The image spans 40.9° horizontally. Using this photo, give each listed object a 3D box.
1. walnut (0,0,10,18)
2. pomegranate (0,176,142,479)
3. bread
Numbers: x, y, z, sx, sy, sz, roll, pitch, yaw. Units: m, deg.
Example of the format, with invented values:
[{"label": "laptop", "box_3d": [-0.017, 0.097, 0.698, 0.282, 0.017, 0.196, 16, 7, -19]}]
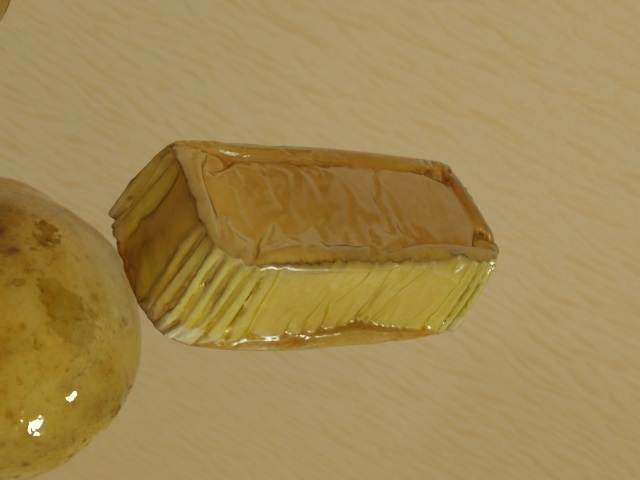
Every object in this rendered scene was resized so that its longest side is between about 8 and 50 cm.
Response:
[{"label": "walnut", "box_3d": [-0.423, -0.272, 0.874, 0.203, 0.203, 0.298, -59, 178, 9]}, {"label": "pomegranate", "box_3d": [-0.282, 0.081, 0.723, 0.260, 0.260, 0.260, -58, 177, -5]}, {"label": "bread", "box_3d": [0.000, 0.000, 0.650, 0.288, 0.152, 0.119, 0, 141, -35]}]
